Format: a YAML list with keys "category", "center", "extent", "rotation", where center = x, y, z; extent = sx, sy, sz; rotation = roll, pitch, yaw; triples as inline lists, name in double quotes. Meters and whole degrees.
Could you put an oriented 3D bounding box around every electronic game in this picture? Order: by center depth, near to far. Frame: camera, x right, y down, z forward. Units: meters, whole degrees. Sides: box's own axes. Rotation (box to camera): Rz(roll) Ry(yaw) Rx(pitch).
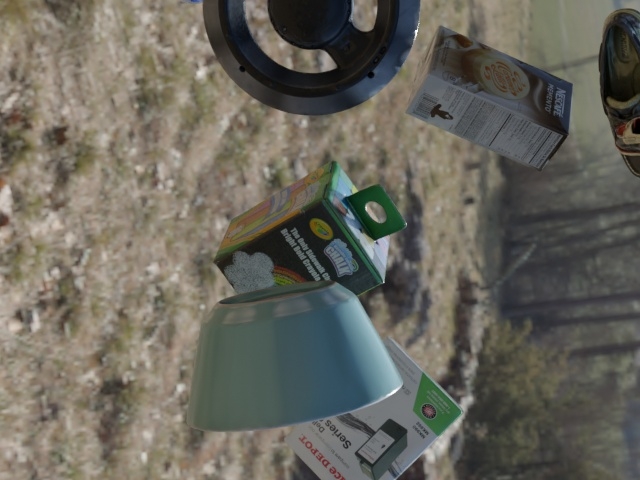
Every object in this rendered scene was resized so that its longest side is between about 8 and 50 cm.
- category: "electronic game"
  center: [-0.010, -0.245, 1.157]
  extent: [0.048, 0.229, 0.229]
  rotation: [-61, 136, -75]

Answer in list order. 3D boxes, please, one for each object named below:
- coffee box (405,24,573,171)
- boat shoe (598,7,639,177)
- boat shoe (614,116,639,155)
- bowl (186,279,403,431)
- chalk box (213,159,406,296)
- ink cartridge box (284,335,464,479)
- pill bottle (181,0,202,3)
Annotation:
- category: "coffee box"
  center: [0.277, -0.231, 1.807]
  extent: [0.098, 0.246, 0.141]
  rotation: [119, -9, -47]
- category: "boat shoe"
  center: [0.393, -0.181, 1.417]
  extent: [0.073, 0.080, 0.223]
  rotation: [-30, 112, -52]
- category: "boat shoe"
  center: [0.369, -0.120, 1.261]
  extent: [0.043, 0.049, 0.137]
  rotation: [63, 0, -17]
- category: "bowl"
  center: [-0.051, 0.152, 1.575]
  extent: [0.311, 0.311, 0.163]
  rotation: [-20, 101, -67]
- category: "chalk box"
  center: [0.000, 0.000, 1.837]
  extent: [0.180, 0.289, 0.179]
  rotation: [56, 18, -18]
- category: "ink cartridge box"
  center: [0.105, 0.359, 2.157]
  extent: [0.211, 0.289, 0.121]
  rotation: [45, 1, 10]
- category: "pill bottle"
  center: [-0.140, -0.356, 1.353]
  extent: [0.078, 0.137, 0.078]
  rotation: [11, 65, -24]
